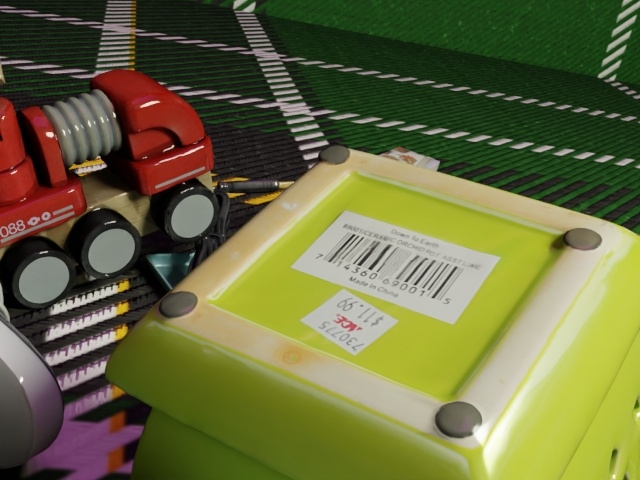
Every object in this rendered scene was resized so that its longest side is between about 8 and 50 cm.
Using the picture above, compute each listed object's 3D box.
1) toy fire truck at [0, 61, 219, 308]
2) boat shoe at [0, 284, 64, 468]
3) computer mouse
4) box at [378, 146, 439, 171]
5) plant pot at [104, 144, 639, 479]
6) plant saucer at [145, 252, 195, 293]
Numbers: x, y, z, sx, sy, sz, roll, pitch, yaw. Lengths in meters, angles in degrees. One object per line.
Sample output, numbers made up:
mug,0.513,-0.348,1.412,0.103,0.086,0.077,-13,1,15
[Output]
toy fire truck,-0.221,-0.105,0.774,0.217,0.246,0.158,-25,40,-26
boat shoe,-0.264,0.053,0.623,0.301,0.108,0.102,18,23,31
computer mouse,0.000,0.000,0.877,0.262,0.060,0.184,-6,36,-10
box,0.052,-0.048,1.080,0.063,0.067,0.324,23,23,21
plant pot,0.040,0.090,0.463,0.228,0.207,0.227,19,44,29
plant saucer,-0.094,0.060,0.805,0.067,0.018,0.192,-1,27,-31
